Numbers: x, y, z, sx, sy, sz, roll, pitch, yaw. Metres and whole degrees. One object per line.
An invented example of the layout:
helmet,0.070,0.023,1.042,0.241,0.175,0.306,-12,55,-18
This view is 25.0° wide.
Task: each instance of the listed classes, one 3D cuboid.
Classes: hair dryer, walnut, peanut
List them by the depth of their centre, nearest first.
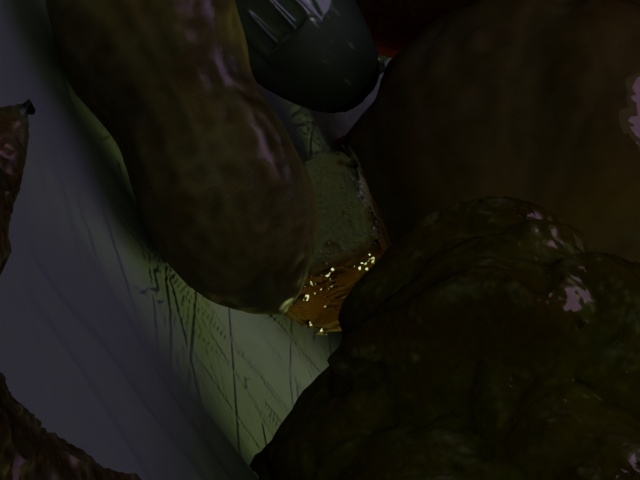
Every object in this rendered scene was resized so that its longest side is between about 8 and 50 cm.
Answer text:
peanut,-0.059,-0.053,0.641,0.089,0.089,0.193,-41,109,-77
hair dryer,-0.082,-0.212,0.924,0.267,0.092,0.229,56,12,32
walnut,0.154,-0.016,0.947,0.306,0.306,0.344,62,16,-8

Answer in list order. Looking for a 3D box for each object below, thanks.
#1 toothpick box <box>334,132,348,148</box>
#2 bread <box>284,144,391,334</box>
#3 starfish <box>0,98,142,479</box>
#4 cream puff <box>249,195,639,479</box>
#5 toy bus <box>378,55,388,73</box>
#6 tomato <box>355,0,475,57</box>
toothpick box,0.049,-0.052,1.143,0.083,0.047,0.047,64,12,-3
bread,-0.002,0.001,0.783,0.070,0.076,0.083,67,5,-54
starfish,-0.098,0.024,0.367,0.277,0.062,0.236,67,12,21
cream puff,0.080,0.106,0.607,0.196,0.244,0.244,35,2,21
toy bus,0.058,-0.330,1.464,0.171,0.162,0.386,56,14,-27
tomato,0.092,-0.216,1.137,0.338,0.338,0.144,-75,177,-71
